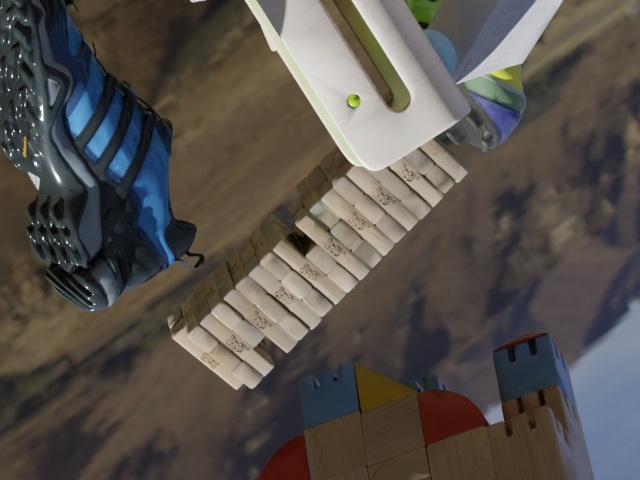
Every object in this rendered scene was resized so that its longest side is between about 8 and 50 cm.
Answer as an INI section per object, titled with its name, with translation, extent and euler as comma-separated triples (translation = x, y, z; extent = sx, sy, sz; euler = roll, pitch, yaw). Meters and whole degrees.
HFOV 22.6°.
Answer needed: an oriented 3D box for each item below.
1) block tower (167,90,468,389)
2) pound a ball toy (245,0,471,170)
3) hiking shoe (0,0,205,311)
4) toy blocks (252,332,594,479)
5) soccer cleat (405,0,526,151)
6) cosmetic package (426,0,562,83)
[block tower]
translation = 0.000, 0.000, 1.579
extent = 0.335, 0.097, 0.091
euler = -47, -160, 6
[pound a ball toy]
translation = 0.004, -0.230, 1.457
extent = 0.136, 0.319, 0.208
euler = -32, -174, -2
[hiking shoe]
translation = -0.193, -0.099, 1.314
extent = 0.132, 0.304, 0.113
euler = -26, -155, -32
[toy blocks]
translation = 0.057, 0.203, 1.204
extent = 0.381, 0.261, 0.191
euler = -21, 138, 16
[soccer cleat]
translation = 0.163, -0.226, 1.784
extent = 0.121, 0.093, 0.289
euler = -52, 141, -24
[cosmetic package]
translation = 0.178, -0.242, 1.444
extent = 0.099, 0.060, 0.239
euler = -22, 158, -31
